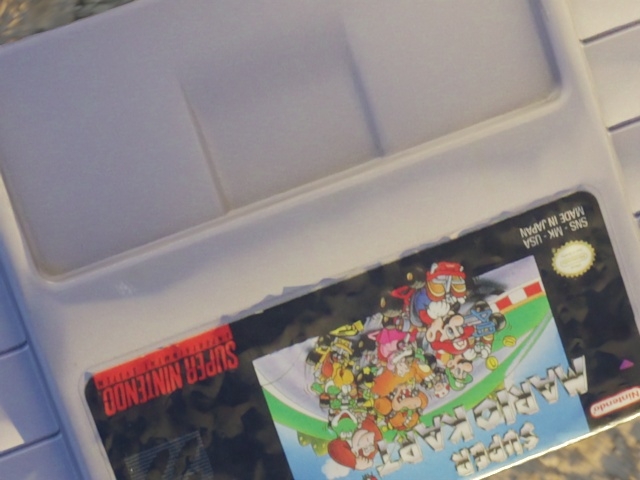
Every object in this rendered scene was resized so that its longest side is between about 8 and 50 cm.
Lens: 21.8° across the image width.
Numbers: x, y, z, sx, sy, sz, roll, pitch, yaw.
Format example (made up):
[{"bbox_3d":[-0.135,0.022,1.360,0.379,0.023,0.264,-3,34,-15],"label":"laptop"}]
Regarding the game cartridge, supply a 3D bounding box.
[{"bbox_3d":[0.000,0.000,0.664,0.355,0.068,0.230,-20,95,-8],"label":"game cartridge"}]
